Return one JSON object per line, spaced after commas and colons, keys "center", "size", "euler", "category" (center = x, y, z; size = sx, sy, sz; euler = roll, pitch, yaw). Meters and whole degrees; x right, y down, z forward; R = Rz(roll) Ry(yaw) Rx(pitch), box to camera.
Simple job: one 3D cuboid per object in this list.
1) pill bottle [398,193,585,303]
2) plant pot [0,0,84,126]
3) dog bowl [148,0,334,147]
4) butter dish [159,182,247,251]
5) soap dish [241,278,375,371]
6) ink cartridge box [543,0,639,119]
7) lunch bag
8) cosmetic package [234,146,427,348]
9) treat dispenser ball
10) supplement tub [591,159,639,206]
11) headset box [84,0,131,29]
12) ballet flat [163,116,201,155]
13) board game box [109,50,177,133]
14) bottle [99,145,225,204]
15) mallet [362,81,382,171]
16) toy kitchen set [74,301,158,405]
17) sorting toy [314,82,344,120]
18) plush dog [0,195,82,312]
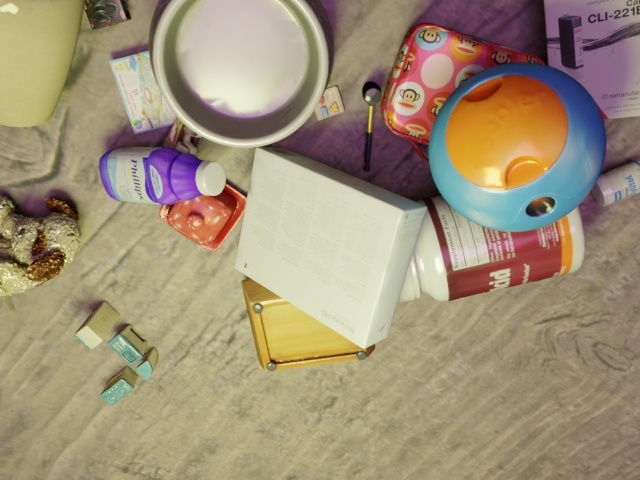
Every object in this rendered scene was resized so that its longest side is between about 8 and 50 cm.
{"center": [0.318, 0.002, 1.174], "size": [0.392, 0.224, 0.224], "euler": [-13, 110, 5], "category": "pill bottle"}
{"center": [-0.577, -0.363, 1.044], "size": [0.257, 0.256, 0.274], "euler": [14, 126, -5], "category": "plant pot"}
{"center": [-0.142, -0.330, 1.016], "size": [0.349, 0.102, 0.348], "euler": [-3, 118, -5], "category": "dog bowl"}
{"center": [-0.262, -0.056, 1.208], "size": [0.160, 0.118, 0.160], "euler": [35, 107, -11], "category": "butter dish"}
{"center": [-0.024, 0.186, 1.300], "size": [0.291, 0.118, 0.228], "euler": [-8, 110, 2], "category": "soap dish"}
{"center": [0.535, -0.374, 1.046], "size": [0.197, 0.114, 0.272], "euler": [-1, 116, 29], "category": "ink cartridge box"}
{"center": [0.277, -0.277, 1.124], "size": [0.293, 0.120, 0.258], "euler": [16, 110, -7], "category": "lunch bag"}
{"center": [0.000, 0.000, 1.130], "size": [0.377, 0.097, 0.284], "euler": [28, 113, 33], "category": "cosmetic package"}
{"center": [0.334, -0.158, 0.963], "size": [0.288, 0.288, 0.288], "euler": [0, 111, 0], "category": "treat dispenser ball"}
{"center": [0.652, -0.124, 1.208], "size": [0.107, 0.071, 0.071], "euler": [-24, 109, 8], "category": "supplement tub"}
{"center": [-0.420, -0.460, 1.101], "size": [0.083, 0.032, 0.062], "euler": [-13, 110, 6], "category": "headset box"}
{"center": [-0.276, -0.218, 1.159], "size": [0.073, 0.067, 0.206], "euler": [-8, 131, -45], "category": "ballet flat"}
{"center": [-0.362, -0.310, 1.161], "size": [0.103, 0.026, 0.154], "euler": [-12, 110, 5], "category": "board game box"}
{"center": [-0.323, -0.131, 1.132], "size": [0.283, 0.092, 0.118], "euler": [7, 116, 29], "category": "bottle"}
{"center": [0.104, -0.234, 1.170], "size": [0.039, 0.062, 0.189], "euler": [1, 111, -2], "category": "mallet"}
{"center": [-0.520, 0.289, 1.336], "size": [0.166, 0.122, 0.207], "euler": [-37, 106, 13], "category": "toy kitchen set"}
{"center": [0.010, -0.301, 1.172], "size": [0.062, 0.012, 0.083], "euler": [-17, 110, 7], "category": "sorting toy"}
{"center": [-0.619, 0.025, 1.207], "size": [0.225, 0.262, 0.210], "euler": [-20, 143, 17], "category": "plush dog"}
